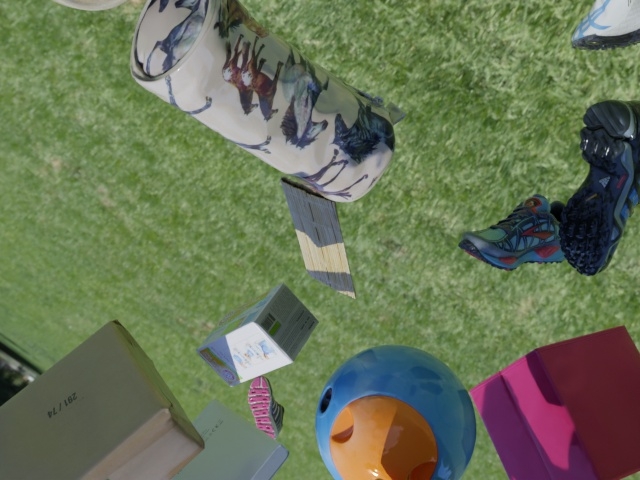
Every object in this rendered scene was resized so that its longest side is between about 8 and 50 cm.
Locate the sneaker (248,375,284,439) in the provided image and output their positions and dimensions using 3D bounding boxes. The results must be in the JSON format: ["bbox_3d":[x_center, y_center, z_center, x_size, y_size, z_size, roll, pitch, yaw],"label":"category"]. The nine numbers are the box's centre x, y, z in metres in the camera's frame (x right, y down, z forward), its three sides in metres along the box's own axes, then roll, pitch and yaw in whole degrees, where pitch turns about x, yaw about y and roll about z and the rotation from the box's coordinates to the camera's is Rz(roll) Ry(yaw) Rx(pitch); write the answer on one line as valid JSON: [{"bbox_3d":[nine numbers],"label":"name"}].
[{"bbox_3d":[-0.131,0.415,1.605,0.063,0.075,0.170,-9,96,24],"label":"sneaker"}]

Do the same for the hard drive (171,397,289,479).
[{"bbox_3d":[-0.213,0.456,1.325,0.040,0.203,0.307,52,158,-26],"label":"hard drive"}]

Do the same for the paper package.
[{"bbox_3d":[-0.423,0.361,1.178,0.309,0.325,0.168,36,160,47],"label":"paper package"}]

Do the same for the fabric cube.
[{"bbox_3d":[0.508,0.355,1.291,0.258,0.254,0.259,68,150,24],"label":"fabric cube"}]

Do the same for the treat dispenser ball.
[{"bbox_3d":[0.135,0.333,1.164,0.288,0.288,0.288,29,156,14],"label":"treat dispenser ball"}]

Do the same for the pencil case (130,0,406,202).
[{"bbox_3d":[-0.063,-0.206,0.899,0.410,0.183,0.160,27,-170,-43],"label":"pencil case"}]

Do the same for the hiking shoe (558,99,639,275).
[{"bbox_3d":[0.471,-0.074,1.006,0.113,0.132,0.304,-122,27,-52],"label":"hiking shoe"}]

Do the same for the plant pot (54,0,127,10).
[{"bbox_3d":[-0.310,-0.415,0.834,0.284,0.284,0.191,90,164,-62],"label":"plant pot"}]

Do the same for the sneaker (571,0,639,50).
[{"bbox_3d":[0.378,-0.299,0.782,0.085,0.086,0.237,1,172,-2],"label":"sneaker"}]

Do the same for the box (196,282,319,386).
[{"bbox_3d":[-0.120,0.179,1.198,0.103,0.114,0.203,49,134,-12],"label":"box"}]

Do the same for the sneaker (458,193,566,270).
[{"bbox_3d":[0.349,-0.027,1.137,0.104,0.262,0.125,36,123,46],"label":"sneaker"}]

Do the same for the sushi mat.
[{"bbox_3d":[0.000,0.000,1.399,0.151,0.019,0.316,25,148,31],"label":"sushi mat"}]

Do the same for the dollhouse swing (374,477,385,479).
[{"bbox_3d":[0.252,0.421,0.853,0.347,0.305,0.315,30,120,-19],"label":"dollhouse swing"}]
